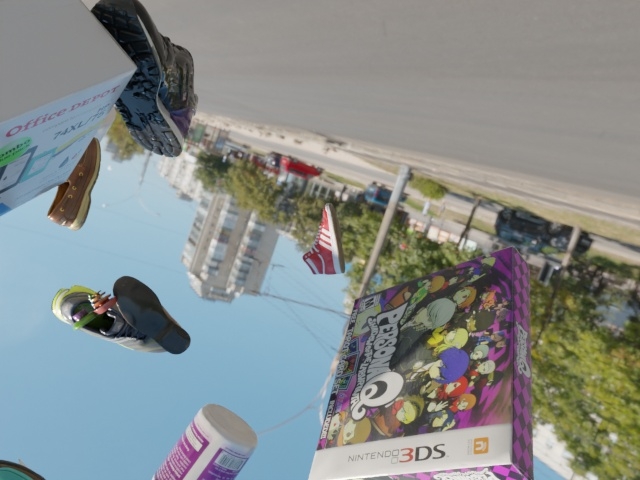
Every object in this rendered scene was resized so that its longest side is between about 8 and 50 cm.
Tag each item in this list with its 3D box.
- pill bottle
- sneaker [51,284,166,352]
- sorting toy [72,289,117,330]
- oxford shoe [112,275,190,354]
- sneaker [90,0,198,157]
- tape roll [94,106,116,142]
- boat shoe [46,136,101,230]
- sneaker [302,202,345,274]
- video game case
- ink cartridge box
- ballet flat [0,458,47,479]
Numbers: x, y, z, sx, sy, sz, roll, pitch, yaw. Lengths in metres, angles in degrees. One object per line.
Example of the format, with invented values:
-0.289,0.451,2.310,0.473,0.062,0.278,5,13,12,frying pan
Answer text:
-0.301,0.566,1.360,0.169,0.301,0.169,36,178,1,pill bottle
-0.458,0.197,1.283,0.300,0.111,0.121,23,176,-29,sneaker
-0.437,0.126,1.069,0.042,0.102,0.061,56,-177,-10,sorting toy
-0.356,0.150,1.151,0.076,0.076,0.212,26,153,55,oxford shoe
-0.238,-0.248,0.786,0.107,0.124,0.283,18,155,5,sneaker
-0.567,-0.287,1.131,0.286,0.100,0.286,35,-161,-14,tape roll
-0.435,-0.109,0.989,0.064,0.177,0.060,-9,157,44,boat shoe
0.000,0.000,0.926,0.067,0.118,0.042,-9,177,17,sneaker
0.101,0.128,0.551,0.210,0.232,0.042,-23,123,37,video game case
-0.394,-0.168,0.649,0.197,0.270,0.198,49,-137,-7,ink cartridge box
-0.500,0.368,0.848,0.281,0.095,0.096,22,171,0,ballet flat
